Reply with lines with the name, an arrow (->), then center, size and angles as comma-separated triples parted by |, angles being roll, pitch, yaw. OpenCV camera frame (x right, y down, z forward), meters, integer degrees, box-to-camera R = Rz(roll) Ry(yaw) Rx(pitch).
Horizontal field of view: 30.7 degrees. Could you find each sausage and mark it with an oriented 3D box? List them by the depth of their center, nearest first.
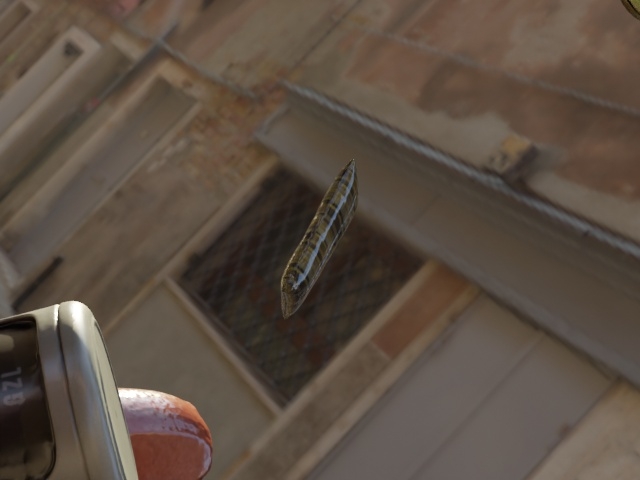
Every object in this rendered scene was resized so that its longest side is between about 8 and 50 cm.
sausage -> -0.231, 0.233, 1.309 | 0.254, 0.148, 0.148 | 15, 18, -42

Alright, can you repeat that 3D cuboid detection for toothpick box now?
toothpick box -> -0.320, 0.191, 0.973 | 0.229, 0.317, 0.228 | 166, -90, -83

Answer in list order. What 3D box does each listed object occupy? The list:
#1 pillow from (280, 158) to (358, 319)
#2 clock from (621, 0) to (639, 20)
pillow -> 0.000, 0.000, 1.505 | 0.038, 0.203, 0.113 | 24, -21, 11
clock -> 0.331, -0.250, 0.789 | 0.286, 0.117, 0.348 | -2, -37, 21
